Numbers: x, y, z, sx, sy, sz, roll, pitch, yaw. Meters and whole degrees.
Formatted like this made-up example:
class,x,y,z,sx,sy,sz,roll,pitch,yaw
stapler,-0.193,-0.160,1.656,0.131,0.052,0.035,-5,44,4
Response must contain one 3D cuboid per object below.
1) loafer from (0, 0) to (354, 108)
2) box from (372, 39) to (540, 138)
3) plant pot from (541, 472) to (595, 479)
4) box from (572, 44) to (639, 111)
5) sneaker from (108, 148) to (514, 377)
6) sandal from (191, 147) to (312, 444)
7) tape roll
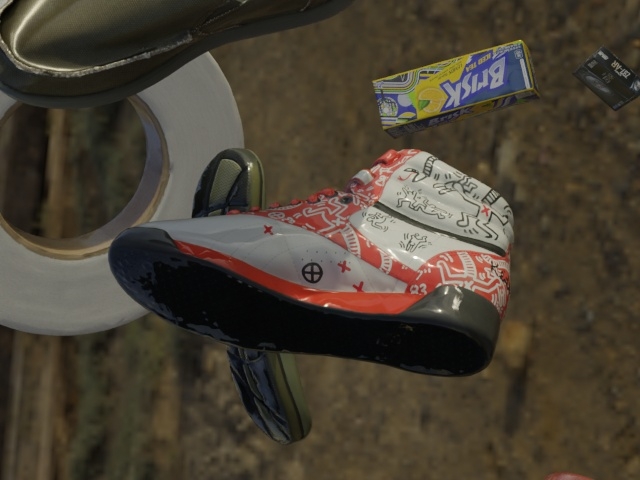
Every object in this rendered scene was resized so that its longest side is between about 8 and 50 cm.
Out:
class,x,y,z,sx,sy,sz,roll,pitch,yaw
loafer,-0.092,-0.160,0.983,0.087,0.251,0.094,92,154,-66
box,0.147,-0.162,1.715,0.054,0.168,0.059,22,-125,-73
plant pot,0.281,0.436,1.874,0.265,0.272,0.272,-51,5,-24
box,0.319,-0.178,1.758,0.018,0.067,0.083,-49,2,-10
sneaker,0.001,0.001,1.101,0.090,0.270,0.145,90,-166,-50
sandal,-0.049,0.048,1.503,0.120,0.086,0.303,30,138,54
tape roll,-0.274,-0.088,1.762,0.072,0.392,0.392,-146,64,-62
